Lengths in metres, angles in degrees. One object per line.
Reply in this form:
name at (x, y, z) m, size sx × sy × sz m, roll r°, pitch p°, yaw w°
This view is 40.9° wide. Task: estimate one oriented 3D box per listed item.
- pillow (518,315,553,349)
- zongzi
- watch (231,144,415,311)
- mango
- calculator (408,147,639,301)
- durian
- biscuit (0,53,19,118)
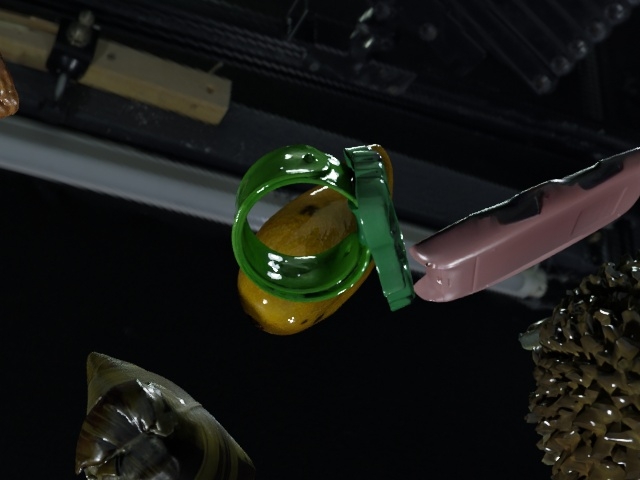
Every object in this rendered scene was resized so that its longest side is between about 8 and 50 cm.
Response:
pillow at (0.270, 0.019, 0.575) m, size 0.189 × 0.255 × 0.034 m, roll -21°, pitch -98°, yaw -28°
zongzi at (-0.227, 0.187, 0.966) m, size 0.134 × 0.286 × 0.288 m, roll -43°, pitch -116°, yaw -11°
watch at (0.000, 0.000, 0.784) m, size 0.152 × 0.165 × 0.131 m, roll -14°, pitch -150°, yaw 3°
mango at (0.011, 0.002, 0.970) m, size 0.109 × 0.157 × 0.262 m, roll 28°, pitch -119°, yaw 31°
calculator at (0.267, -0.017, 1.048) m, size 0.329 × 0.220 × 0.048 m, roll -25°, pitch -112°, yaw -1°
durian at (0.193, 0.080, 0.372) m, size 0.196 × 0.167 × 0.196 m, roll 0°, pitch -148°, yaw 0°
biscuit at (-0.305, -0.164, 0.702) m, size 0.036 × 0.192 × 0.186 m, roll -32°, pitch -91°, yaw -21°
